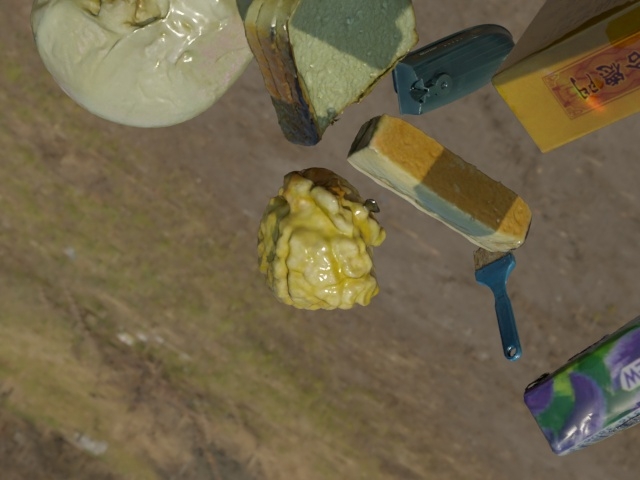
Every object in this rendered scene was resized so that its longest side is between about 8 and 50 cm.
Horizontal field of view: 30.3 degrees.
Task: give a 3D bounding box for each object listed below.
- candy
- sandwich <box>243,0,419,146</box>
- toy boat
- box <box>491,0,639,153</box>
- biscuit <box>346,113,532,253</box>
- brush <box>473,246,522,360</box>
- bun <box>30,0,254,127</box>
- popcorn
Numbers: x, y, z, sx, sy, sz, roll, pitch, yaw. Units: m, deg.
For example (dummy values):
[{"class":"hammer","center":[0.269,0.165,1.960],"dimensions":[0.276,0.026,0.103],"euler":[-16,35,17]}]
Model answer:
[{"class":"candy","center":[0.269,0.035,0.723],"dimensions":[0.061,0.312,0.088],"euler":[61,-163,16]},{"class":"sandwich","center":[0.016,-0.282,1.562],"dimensions":[0.087,0.251,0.226],"euler":[21,147,33]},{"class":"toy boat","center":[0.205,-0.269,1.799],"dimensions":[0.103,0.246,0.093],"euler":[28,137,48]},{"class":"box","center":[0.388,-0.292,1.331],"dimensions":[0.264,0.415,0.116],"euler":[-26,109,44]},{"class":"biscuit","center":[0.108,-0.048,1.070],"dimensions":[0.188,0.052,0.056],"euler":[32,158,-24]},{"class":"brush","center":[0.201,0.065,1.316],"dimensions":[0.051,0.164,0.014],"euler":[-32,132,28]},{"class":"bun","center":[-0.248,-0.347,1.694],"dimensions":[0.361,0.361,0.213],"euler":[27,180,16]},{"class":"popcorn","center":[0.000,0.000,1.350],"dimensions":[0.180,0.170,0.180],"euler":[49,-165,-18]}]
